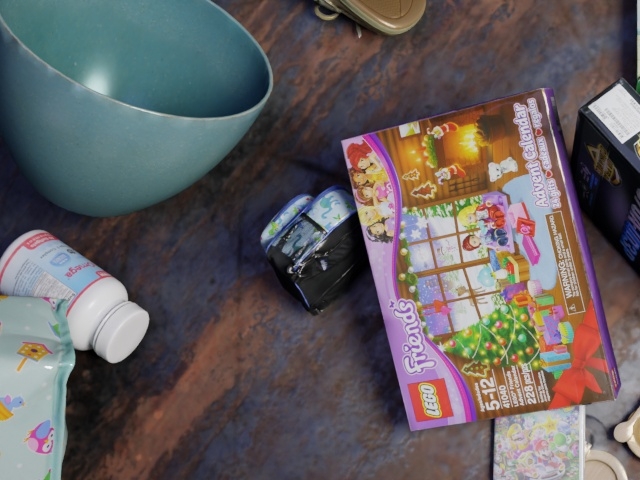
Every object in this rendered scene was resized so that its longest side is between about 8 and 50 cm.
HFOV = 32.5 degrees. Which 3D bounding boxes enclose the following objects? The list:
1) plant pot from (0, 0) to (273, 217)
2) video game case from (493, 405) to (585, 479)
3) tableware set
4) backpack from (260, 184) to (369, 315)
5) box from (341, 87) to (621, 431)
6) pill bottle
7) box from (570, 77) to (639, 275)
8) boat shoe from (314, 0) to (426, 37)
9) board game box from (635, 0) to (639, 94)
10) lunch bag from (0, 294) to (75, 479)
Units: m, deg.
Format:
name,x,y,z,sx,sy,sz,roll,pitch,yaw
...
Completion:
name,x,y,z,sx,sy,sz,roll,pitch,yaw
plant pot,-0.220,-0.139,1.145,0.290,0.290,0.195,42,125,19
video game case,0.212,0.189,1.065,0.087,0.011,0.122,-2,75,24
tableware set,0.317,0.235,1.031,0.141,0.020,0.169,-46,71,0
backpack,0.000,0.000,1.122,0.114,0.105,0.084,-43,60,-10
box,0.151,0.021,1.043,0.201,0.057,0.293,-13,92,22
pill bottle,-0.266,0.062,1.183,0.160,0.087,0.087,31,86,18
box,0.301,-0.030,0.992,0.051,0.220,0.175,-37,72,-2
boat shoe,0.005,-0.320,1.215,0.105,0.089,0.285,-34,72,-23
board game box,0.478,-0.255,1.093,0.317,0.046,0.213,0,78,14
lunch bag,-0.365,0.189,1.088,0.223,0.160,0.262,2,120,-19
